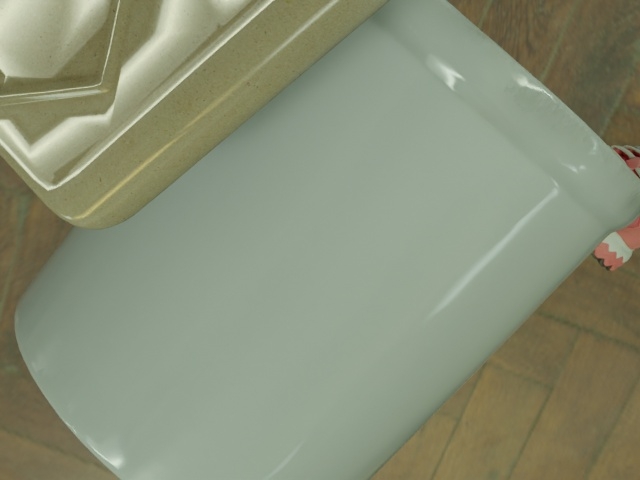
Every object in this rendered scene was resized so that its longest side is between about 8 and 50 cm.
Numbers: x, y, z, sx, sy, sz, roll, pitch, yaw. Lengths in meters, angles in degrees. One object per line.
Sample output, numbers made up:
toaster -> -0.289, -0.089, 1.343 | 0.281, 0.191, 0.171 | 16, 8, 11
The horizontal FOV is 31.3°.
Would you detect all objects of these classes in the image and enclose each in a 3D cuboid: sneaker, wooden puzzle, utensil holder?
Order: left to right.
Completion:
wooden puzzle -> -0.130, -0.216, 0.606 | 0.322, 0.080, 0.348 | -36, 104, 28
utensil holder -> 0.000, 0.000, 0.883 | 0.327, 0.327, 0.385 | 41, 99, -7
sneaker -> 0.315, -0.067, 1.224 | 0.136, 0.314, 0.116 | -33, 66, 16
